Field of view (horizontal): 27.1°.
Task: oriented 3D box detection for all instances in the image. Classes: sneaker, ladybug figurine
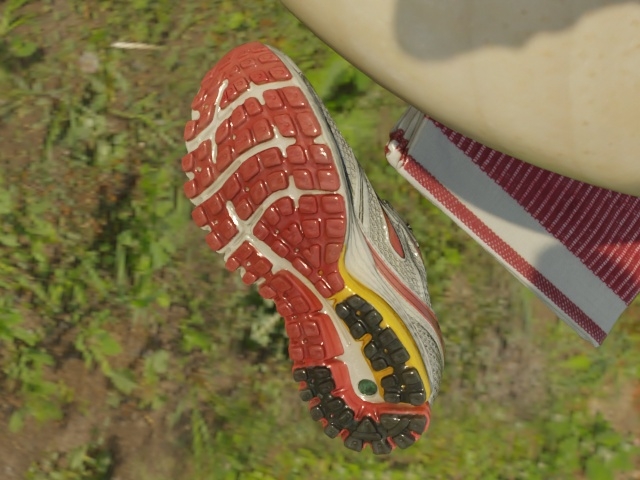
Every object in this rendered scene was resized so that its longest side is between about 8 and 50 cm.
[{"bbox_3d":[0.000,0.000,0.714,0.225,0.088,0.093,67,26,-11],"label":"sneaker"},{"bbox_3d":[0.132,-0.165,0.539,0.305,0.162,0.449,46,33,12],"label":"ladybug figurine"}]

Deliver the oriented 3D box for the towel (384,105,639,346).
[{"bbox_3d":[0.211,-0.120,0.904,0.237,0.037,0.329,39,84,-29],"label":"towel"}]
